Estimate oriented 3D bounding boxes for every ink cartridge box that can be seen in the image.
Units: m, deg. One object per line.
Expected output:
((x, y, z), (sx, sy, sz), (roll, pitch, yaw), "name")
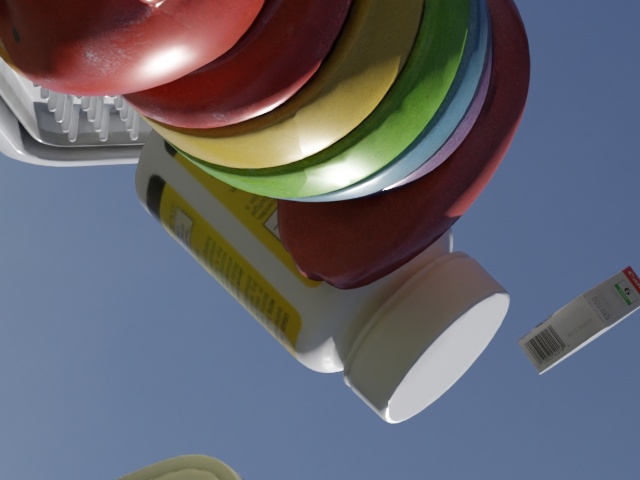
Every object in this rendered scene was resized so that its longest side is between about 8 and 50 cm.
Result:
((0.187, 0.048, 0.843), (0.063, 0.115, 0.029), (-43, -103, 37), "ink cartridge box")

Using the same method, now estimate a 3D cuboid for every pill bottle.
((0.000, 0.000, 0.723), (0.208, 0.119, 0.119), (43, -72, 22), "pill bottle")

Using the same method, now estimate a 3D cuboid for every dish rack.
((-0.090, -0.130, 0.903), (0.285, 0.333, 0.072), (89, -2, -77), "dish rack")

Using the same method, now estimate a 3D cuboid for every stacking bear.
((-0.029, -0.095, 0.507), (0.164, 0.289, 0.175), (-32, -109, 18), "stacking bear")

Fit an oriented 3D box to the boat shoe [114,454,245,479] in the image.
((-0.176, 0.222, 0.832), (0.305, 0.091, 0.109), (-17, -114, 11), "boat shoe")
